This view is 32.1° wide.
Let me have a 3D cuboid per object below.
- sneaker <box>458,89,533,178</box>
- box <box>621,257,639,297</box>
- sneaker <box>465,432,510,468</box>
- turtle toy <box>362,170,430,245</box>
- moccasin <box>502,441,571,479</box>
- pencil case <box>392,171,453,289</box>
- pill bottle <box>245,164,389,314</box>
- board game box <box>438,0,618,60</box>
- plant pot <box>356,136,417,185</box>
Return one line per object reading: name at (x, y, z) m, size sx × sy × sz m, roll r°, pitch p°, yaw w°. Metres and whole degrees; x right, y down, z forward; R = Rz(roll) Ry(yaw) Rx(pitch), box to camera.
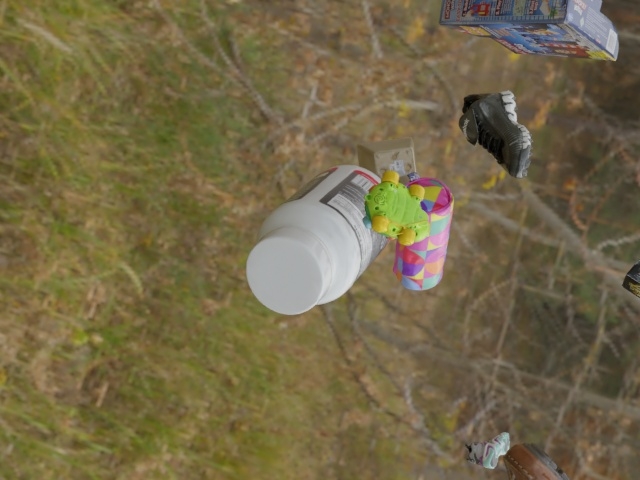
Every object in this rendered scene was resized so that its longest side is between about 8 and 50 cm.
sneaker at (0.284, -0.176, 1.849) m, size 0.234 × 0.106 × 0.078 m, roll -95°, pitch -170°, yaw -53°
box at (0.749, 0.084, 2.240) m, size 0.175 × 0.220 × 0.051 m, roll -44°, pitch 154°, yaw -25°
sneaker at (0.290, 0.365, 1.966) m, size 0.098 × 0.069 × 0.038 m, roll -30°, pitch 117°, yaw -53°
turtle toy at (0.111, -0.037, 1.615) m, size 0.066 × 0.130 × 0.095 m, roll -16°, pitch -126°, yaw 54°
moccasin at (0.291, 0.436, 1.508) m, size 0.147 × 0.139 × 0.380 m, roll -21°, pitch 126°, yaw -13°
pencil case at (0.180, -0.012, 2.005) m, size 0.236 × 0.104 × 0.104 m, roll 87°, pitch 24°, yaw -49°
pill bottle at (0.000, 0.000, 1.824) m, size 0.318 × 0.176 × 0.176 m, roll -43°, pitch 147°, yaw -61°
board game box at (0.263, -0.287, 1.430) m, size 0.194 × 0.194 × 0.060 m, roll 11°, pitch 90°, yaw -57°
plant pot at (0.132, -0.133, 2.074) m, size 0.096 × 0.109 × 0.109 m, roll -132°, pitch -146°, yaw -83°
